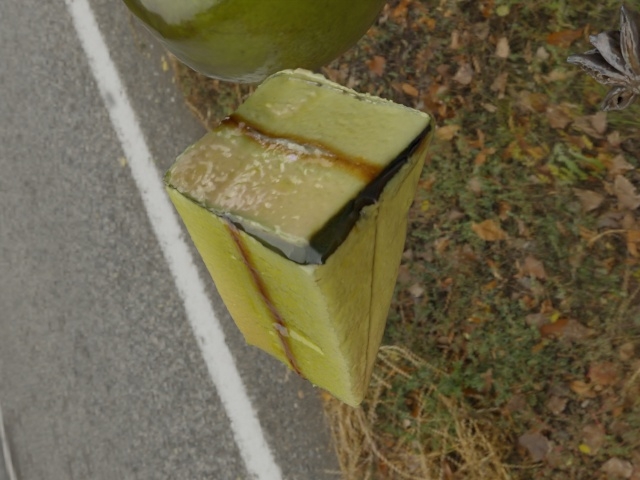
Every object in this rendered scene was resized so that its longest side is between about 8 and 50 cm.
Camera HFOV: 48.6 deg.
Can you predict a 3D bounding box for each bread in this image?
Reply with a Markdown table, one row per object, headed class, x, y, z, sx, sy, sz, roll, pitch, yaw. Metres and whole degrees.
| class | x | y | z | sx | sy | sz | roll | pitch | yaw |
| --- | --- | --- | --- | --- | --- | --- | --- | --- | --- |
| bread | 0.000 | 0.003 | 0.635 | 0.168 | 0.163 | 0.264 | 27 | 153 | 28 |

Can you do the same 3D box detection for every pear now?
| class | x | y | z | sx | sy | sz | roll | pitch | yaw |
| --- | --- | --- | --- | --- | --- | --- | --- | --- | --- |
| pear | -0.062 | -0.349 | 0.746 | 0.352 | 0.413 | 0.351 | 8 | 120 | 14 |

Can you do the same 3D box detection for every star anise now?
| class | x | y | z | sx | sy | sz | roll | pitch | yaw |
| --- | --- | --- | --- | --- | --- | --- | --- | --- | --- |
| star anise | 0.410 | -0.205 | 0.878 | 0.182 | 0.065 | 0.195 | 42 | 160 | -1 |
